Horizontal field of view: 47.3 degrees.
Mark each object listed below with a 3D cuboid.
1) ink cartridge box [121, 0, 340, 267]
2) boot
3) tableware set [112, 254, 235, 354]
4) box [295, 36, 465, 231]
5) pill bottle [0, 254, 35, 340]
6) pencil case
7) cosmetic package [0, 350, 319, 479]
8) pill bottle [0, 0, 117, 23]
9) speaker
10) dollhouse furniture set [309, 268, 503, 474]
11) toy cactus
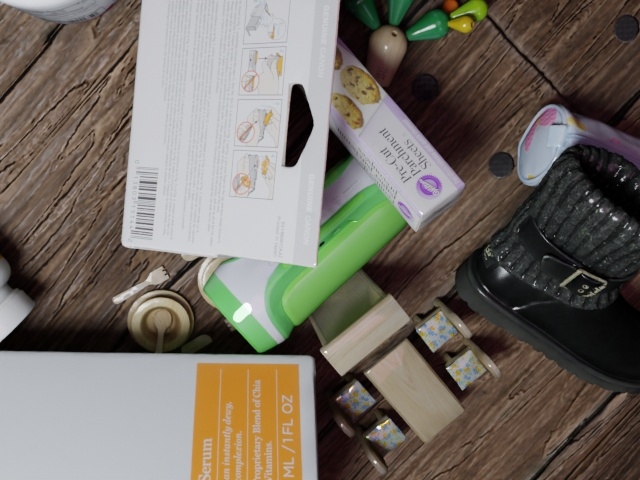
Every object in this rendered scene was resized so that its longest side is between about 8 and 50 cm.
[{"bbox_3d":[-0.094,-0.127,0.818,0.261,0.066,0.296,6,92,26],"label":"ink cartridge box"},{"bbox_3d":[0.375,0.050,0.931,0.348,0.131,0.260,26,133,-13],"label":"boot"},{"bbox_3d":[-0.163,0.083,0.958,0.194,0.039,0.128,-32,105,-2],"label":"tableware set"},{"bbox_3d":[0.038,-0.157,0.849,0.067,0.063,0.324,-35,76,-10],"label":"box"},{"bbox_3d":[-0.446,0.035,0.860,0.117,0.117,0.208,-42,105,1],"label":"pill bottle"},{"bbox_3d":[0.400,-0.090,0.973,0.273,0.124,0.113,17,99,-12],"label":"pencil case"},{"bbox_3d":[-0.233,0.264,0.860,0.453,0.230,0.161,1,145,-8],"label":"cosmetic package"},{"bbox_3d":[-0.280,-0.308,0.727,0.160,0.283,0.160,-2,102,-10],"label":"pill bottle"},{"bbox_3d":[0.000,0.000,0.906,0.296,0.131,0.131,-42,106,-8],"label":"speaker"},{"bbox_3d":[0.101,0.170,0.958,0.212,0.161,0.242,-40,105,0],"label":"dollhouse furniture set"},{"bbox_3d":[0.101,-0.279,0.902,0.219,0.112,0.180,9,110,-20],"label":"toy cactus"}]
